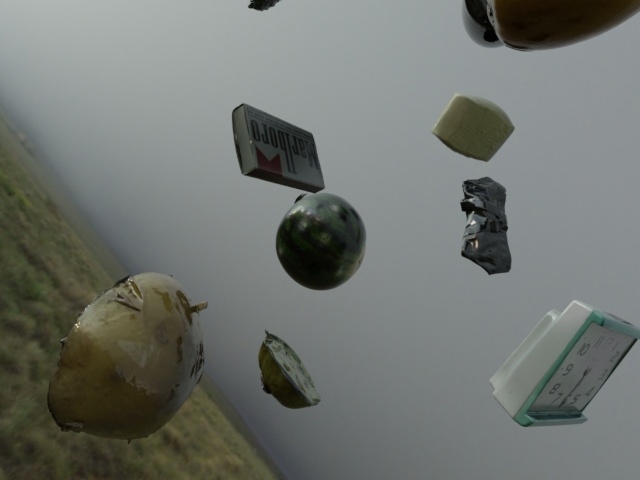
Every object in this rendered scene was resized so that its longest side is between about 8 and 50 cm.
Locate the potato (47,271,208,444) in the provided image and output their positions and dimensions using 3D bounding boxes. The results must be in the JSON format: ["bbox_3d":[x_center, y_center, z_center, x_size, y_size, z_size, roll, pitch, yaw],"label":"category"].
[{"bbox_3d":[-0.228,0.167,0.702,0.115,0.239,0.299,12,-11,13],"label":"potato"}]

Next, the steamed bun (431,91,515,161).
[{"bbox_3d":[0.523,-0.397,1.706,0.250,0.200,0.155,22,24,-17],"label":"steamed bun"}]

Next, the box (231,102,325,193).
[{"bbox_3d":[-0.066,-0.147,0.820,0.035,0.177,0.115,-21,-108,34],"label":"box"}]

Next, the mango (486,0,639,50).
[{"bbox_3d":[0.539,-0.541,1.044,0.377,0.264,0.221,-3,-36,37],"label":"mango"}]

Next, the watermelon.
[{"bbox_3d":[0.003,0.004,1.325,0.269,0.269,0.269,43,-21,22],"label":"watermelon"}]

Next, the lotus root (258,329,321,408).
[{"bbox_3d":[-0.087,0.305,1.113,0.204,0.078,0.183,52,2,31],"label":"lotus root"}]

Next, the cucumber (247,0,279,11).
[{"bbox_3d":[-0.080,-0.609,1.130,0.072,0.300,0.072,21,-30,12],"label":"cucumber"}]

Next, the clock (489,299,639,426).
[{"bbox_3d":[0.446,0.218,0.895,0.262,0.231,0.116,17,18,-42],"label":"clock"}]

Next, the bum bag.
[{"bbox_3d":[0.445,-0.048,1.331,0.136,0.310,0.074,11,-32,-3],"label":"bum bag"}]

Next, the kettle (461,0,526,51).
[{"bbox_3d":[0.522,-0.625,1.383,0.268,0.208,0.290,33,6,8],"label":"kettle"}]
